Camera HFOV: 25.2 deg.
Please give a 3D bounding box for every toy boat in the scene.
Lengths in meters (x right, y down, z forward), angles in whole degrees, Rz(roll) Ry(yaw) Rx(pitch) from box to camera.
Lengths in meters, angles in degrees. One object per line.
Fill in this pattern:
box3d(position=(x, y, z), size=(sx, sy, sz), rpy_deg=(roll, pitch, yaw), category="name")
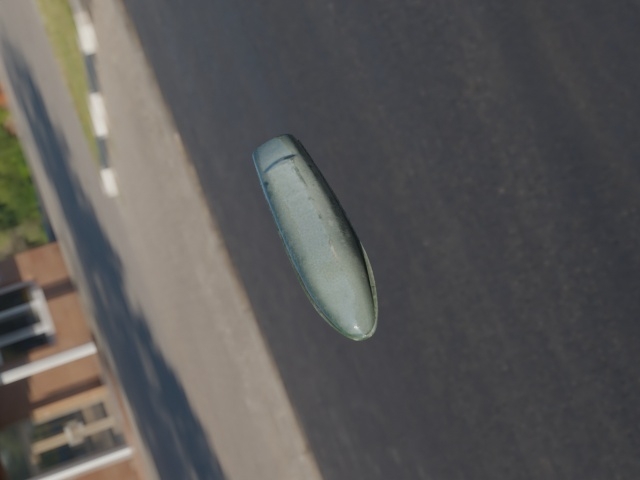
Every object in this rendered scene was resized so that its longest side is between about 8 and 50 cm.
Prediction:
box3d(position=(0.000, 0.000, 1.531), size=(0.260, 0.078, 0.085), rpy_deg=(64, -175, 32), category="toy boat")
